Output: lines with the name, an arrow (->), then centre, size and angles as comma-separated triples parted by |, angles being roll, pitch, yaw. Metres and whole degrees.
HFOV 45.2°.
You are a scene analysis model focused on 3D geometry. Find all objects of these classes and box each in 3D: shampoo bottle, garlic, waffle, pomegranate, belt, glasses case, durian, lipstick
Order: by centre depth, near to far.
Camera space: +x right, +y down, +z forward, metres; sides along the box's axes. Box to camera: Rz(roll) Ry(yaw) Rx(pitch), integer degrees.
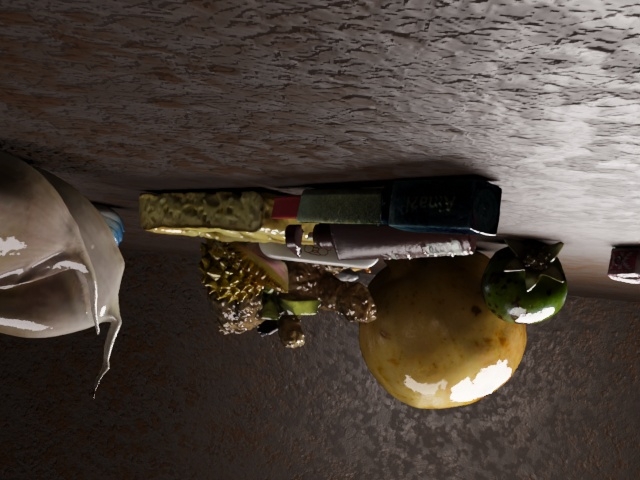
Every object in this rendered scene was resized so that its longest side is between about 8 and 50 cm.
lipstick -> 0.049, -0.038, 0.841 | 0.051, 0.051, 0.312 | 8, 177, -44
garlic -> -0.365, 0.012, 0.886 | 0.340, 0.245, 0.231 | 24, 159, -18
shampoo bottle -> 0.069, -0.009, 0.930 | 0.236, 0.068, 0.067 | -2, -147, 23
waffle -> -0.115, -0.030, 1.089 | 0.274, 0.057, 0.168 | 2, 174, 40
belt -> 0.503, 0.034, 1.103 | 0.071, 0.053, 0.232 | 15, 173, -14
glasses case -> 0.000, 0.000, 1.203 | 0.193, 0.074, 0.049 | 7, 175, -5
durian -> -0.134, 0.035, 1.238 | 0.224, 0.140, 0.078 | 23, 176, 45
pomegranate -> 0.336, 0.069, 1.266 | 0.149, 0.148, 0.169 | 5, 168, 16
pomegranate -> 0.216, 0.148, 1.459 | 0.343, 0.342, 0.342 | 6, 175, 0

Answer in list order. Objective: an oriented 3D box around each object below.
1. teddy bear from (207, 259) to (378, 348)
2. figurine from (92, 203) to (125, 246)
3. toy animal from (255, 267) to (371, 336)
teddy bear -> -0.070, 0.081, 1.387 | 0.223, 0.246, 0.296 | -25, -165, -24
figurine -> -0.400, -0.025, 1.396 | 0.114, 0.079, 0.114 | 29, -173, -4
toy animal -> -0.028, 0.066, 1.799 | 0.302, 0.225, 0.284 | -5, -165, -5
